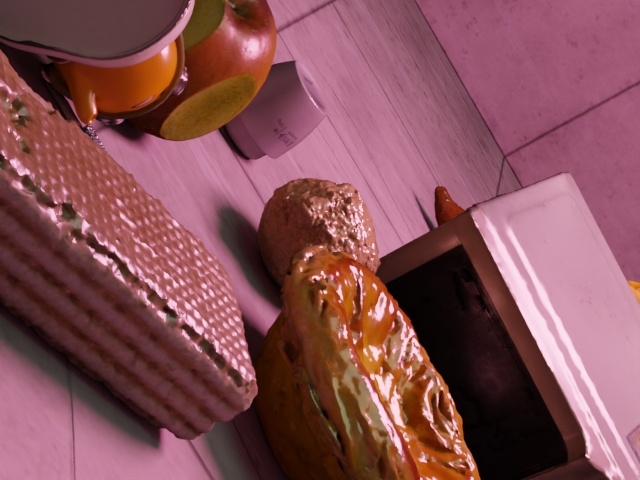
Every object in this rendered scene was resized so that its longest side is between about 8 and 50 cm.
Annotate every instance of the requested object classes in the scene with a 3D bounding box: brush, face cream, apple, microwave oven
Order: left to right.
[{"bbox_3d":[-0.188,-0.093,1.181,0.083,0.013,0.016,58,17,-4],"label":"brush"},{"bbox_3d":[-0.117,-0.172,1.302,0.146,0.147,0.163,65,16,18],"label":"apple"},{"bbox_3d":[-0.048,-0.134,1.573,0.091,0.095,0.091,55,16,-24],"label":"face cream"},{"bbox_3d":[0.209,0.143,1.615,0.286,0.218,0.355,-22,83,-57],"label":"microwave oven"}]

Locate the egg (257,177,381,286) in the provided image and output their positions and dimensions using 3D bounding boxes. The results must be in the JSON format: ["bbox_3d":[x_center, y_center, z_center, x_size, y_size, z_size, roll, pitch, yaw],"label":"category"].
[{"bbox_3d":[0.000,0.000,1.444,0.118,0.116,0.140,33,-13,50],"label":"egg"}]

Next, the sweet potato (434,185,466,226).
[{"bbox_3d":[0.263,0.072,2.243,0.359,0.112,0.112,61,14,13],"label":"sweet potato"}]

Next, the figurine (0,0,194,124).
[{"bbox_3d":[-0.175,-0.189,1.174,0.250,0.167,0.141,56,-5,29],"label":"figurine"}]

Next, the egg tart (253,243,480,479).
[{"bbox_3d":[0.028,0.142,1.270,0.294,0.116,0.295,57,16,-25],"label":"egg tart"}]

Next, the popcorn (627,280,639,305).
[{"bbox_3d":[0.340,0.213,1.927,0.349,0.349,0.382,60,-16,-4],"label":"popcorn"}]

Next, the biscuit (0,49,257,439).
[{"bbox_3d":[-0.184,-0.032,0.941,0.426,0.078,0.144,48,18,-44],"label":"biscuit"}]
